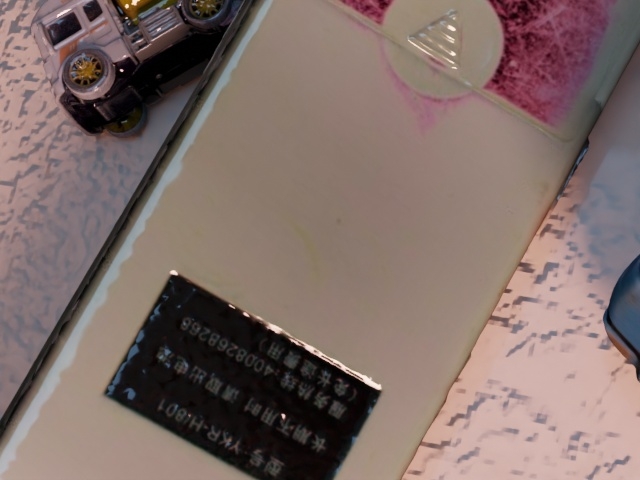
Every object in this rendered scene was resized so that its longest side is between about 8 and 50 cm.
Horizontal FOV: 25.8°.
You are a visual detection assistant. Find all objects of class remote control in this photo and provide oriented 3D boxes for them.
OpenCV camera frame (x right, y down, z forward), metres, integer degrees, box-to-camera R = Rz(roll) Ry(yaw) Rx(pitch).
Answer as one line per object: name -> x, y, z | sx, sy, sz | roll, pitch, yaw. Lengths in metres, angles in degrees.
remote control -> 0.000, 0.000, 0.534 | 0.145, 0.050, 0.344 | 31, 83, -7

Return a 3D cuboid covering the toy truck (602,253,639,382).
toy truck -> 0.257, 0.117, 0.417 | 0.161, 0.162, 0.385 | -39, 73, -2

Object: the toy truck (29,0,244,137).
toy truck -> -0.062, -0.099, 0.591 | 0.123, 0.052, 0.063 | -30, 68, 2
